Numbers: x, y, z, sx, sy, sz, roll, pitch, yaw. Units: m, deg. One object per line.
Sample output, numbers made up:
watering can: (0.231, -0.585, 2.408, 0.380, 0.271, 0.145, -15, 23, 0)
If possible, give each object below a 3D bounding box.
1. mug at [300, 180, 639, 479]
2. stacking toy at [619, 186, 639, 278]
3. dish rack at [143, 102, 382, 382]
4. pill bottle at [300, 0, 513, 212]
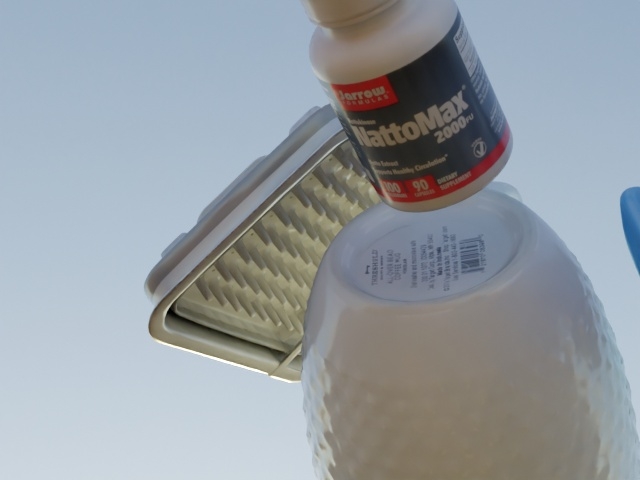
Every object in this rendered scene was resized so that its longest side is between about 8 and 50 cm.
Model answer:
mug: (0.132, 0.105, 1.124, 0.276, 0.374, 0.328, -1, -54, 21)
stacking toy: (0.392, -0.048, 0.991, 0.165, 0.175, 0.302, 12, -46, -33)
dish rack: (0.000, 0.000, 1.210, 0.285, 0.072, 0.333, -42, -28, 12)
pill bottle: (0.054, -0.118, 0.897, 0.108, 0.108, 0.180, -14, -55, 24)
